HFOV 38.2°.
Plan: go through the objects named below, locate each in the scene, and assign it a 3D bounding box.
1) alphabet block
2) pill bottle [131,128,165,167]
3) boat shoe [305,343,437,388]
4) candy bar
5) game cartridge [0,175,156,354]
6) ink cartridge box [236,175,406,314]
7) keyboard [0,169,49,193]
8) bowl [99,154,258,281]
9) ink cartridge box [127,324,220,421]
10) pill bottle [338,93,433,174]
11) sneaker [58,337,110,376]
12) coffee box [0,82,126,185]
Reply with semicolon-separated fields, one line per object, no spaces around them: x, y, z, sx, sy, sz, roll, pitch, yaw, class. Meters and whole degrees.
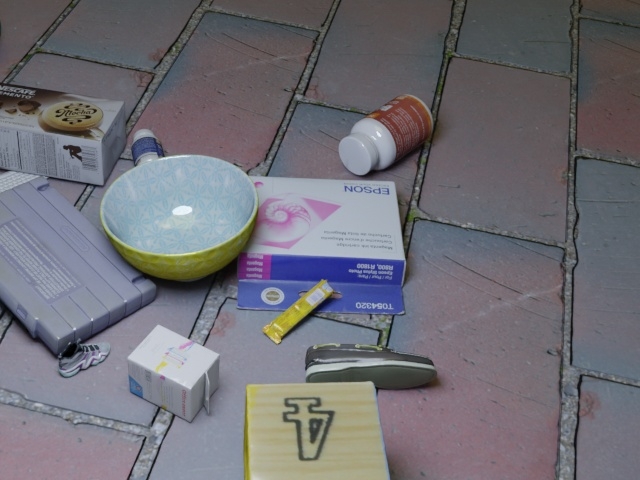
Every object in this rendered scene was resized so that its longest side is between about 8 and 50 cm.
-0.014;0.339;1.377;0.197;0.192;0.193;-1;42;-6;alphabet block
-0.369;-0.184;1.976;0.067;0.067;0.120;-8;45;-15;pill bottle
0.087;0.211;1.600;0.228;0.081;0.068;0;48;-3;boat shoe
-0.036;0.128;1.697;0.161;0.018;0.040;-39;75;-25;candy bar
-0.503;0.038;1.698;0.355;0.068;0.230;41;51;21;game cartridge
0.000;0.000;1.826;0.324;0.071;0.330;2;42;-5;ink cartridge box
-0.670;-0.099;1.860;0.072;0.014;0.256;30;38;23;keyboard
-0.257;-0.016;1.740;0.290;0.156;0.289;0;43;0;bowl
-0.236;0.225;1.541;0.143;0.092;0.090;24;45;16;ink cartridge box
0.143;-0.232;2.047;0.121;0.121;0.216;34;49;26;pill bottle
-0.404;0.187;1.578;0.038;0.069;0.098;36;51;27;sneaker
-0.580;-0.229;1.955;0.297;0.118;0.168;10;38;3;coffee box
